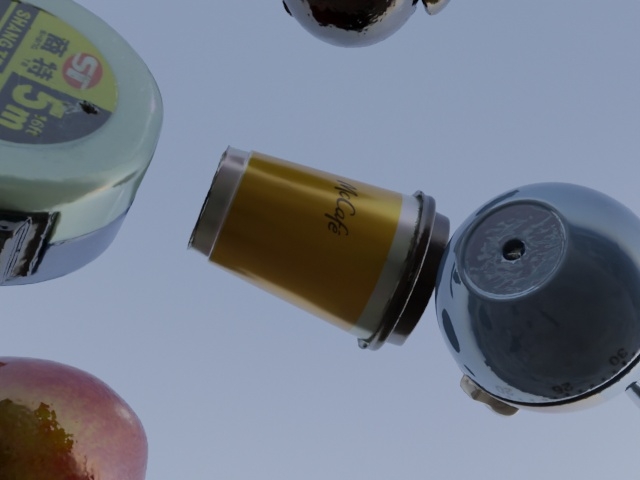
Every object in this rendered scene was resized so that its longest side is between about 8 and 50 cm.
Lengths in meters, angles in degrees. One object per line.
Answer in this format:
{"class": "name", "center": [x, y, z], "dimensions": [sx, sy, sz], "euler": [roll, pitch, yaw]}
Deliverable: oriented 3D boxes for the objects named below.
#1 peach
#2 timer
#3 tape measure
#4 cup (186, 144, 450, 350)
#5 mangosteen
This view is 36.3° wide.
{"class": "peach", "center": [-0.418, 0.320, 1.327], "dimensions": [0.370, 0.370, 0.369], "euler": [1, -76, 5]}
{"class": "timer", "center": [0.166, 0.074, 0.701], "dimensions": [0.176, 0.175, 0.255], "euler": [-8, -48, 7]}
{"class": "tape measure", "center": [-0.202, -0.119, 0.617], "dimensions": [0.215, 0.351, 0.098], "euler": [22, -49, -15]}
{"class": "cup", "center": [0.000, 0.000, 1.122], "dimensions": [0.280, 0.196, 0.196], "euler": [22, -75, -5]}
{"class": "mangosteen", "center": [0.043, -0.324, 1.140], "dimensions": [0.210, 0.210, 0.209], "euler": [1, -76, 5]}
